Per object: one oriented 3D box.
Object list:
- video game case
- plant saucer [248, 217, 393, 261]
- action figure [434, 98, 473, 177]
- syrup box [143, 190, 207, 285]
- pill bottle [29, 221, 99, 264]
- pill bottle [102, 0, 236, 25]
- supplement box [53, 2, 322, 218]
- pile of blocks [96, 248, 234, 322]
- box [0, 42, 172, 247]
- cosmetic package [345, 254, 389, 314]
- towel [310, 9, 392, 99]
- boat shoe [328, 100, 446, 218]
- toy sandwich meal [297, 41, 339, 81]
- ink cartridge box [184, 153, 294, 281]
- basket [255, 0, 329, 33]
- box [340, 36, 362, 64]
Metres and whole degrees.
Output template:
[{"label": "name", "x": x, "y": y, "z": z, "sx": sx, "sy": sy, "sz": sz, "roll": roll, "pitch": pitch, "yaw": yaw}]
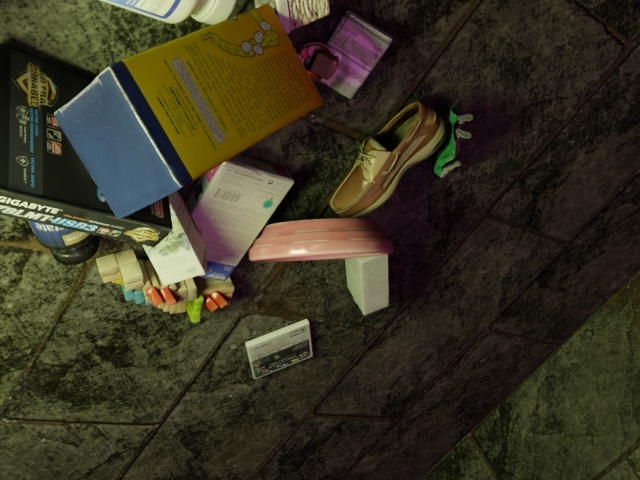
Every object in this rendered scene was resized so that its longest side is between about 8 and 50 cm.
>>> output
[{"label": "video game case", "x": -0.117, "y": 0.316, "z": 2.060, "sx": 0.190, "sy": 0.022, "sz": 0.173, "roll": -20, "pitch": 139, "yaw": -14}, {"label": "plant saucer", "x": 0.000, "y": 0.000, "z": 1.638, "sx": 0.332, "sy": 0.084, "sz": 0.332, "roll": -4, "pitch": 177, "yaw": 0}, {"label": "action figure", "x": 0.309, "y": -0.214, "z": 1.691, "sx": 0.064, "sy": 0.137, "sz": 0.232, "roll": 12, "pitch": 158, "yaw": 1}, {"label": "syrup box", "x": -0.318, "y": -0.030, "z": 1.458, "sx": 0.093, "sy": 0.096, "sz": 0.236, "roll": -16, "pitch": 125, "yaw": 5}, {"label": "pill bottle", "x": -0.495, "y": -0.057, "z": 1.354, "sx": 0.123, "sy": 0.122, "sz": 0.219, "roll": -19, "pitch": 141, "yaw": -14}, {"label": "pill bottle", "x": -0.266, "y": -0.425, "z": 1.091, "sx": 0.272, "sy": 0.152, "sz": 0.152, "roll": 7, "pitch": 127, "yaw": -38}, {"label": "supplement box", "x": -0.201, "y": -0.215, "z": 1.150, "sx": 0.194, "sy": 0.195, "sz": 0.356, "roll": -18, "pitch": -165, "yaw": 45}, {"label": "pile of blocks", "x": -0.352, "y": 0.130, "z": 1.648, "sx": 0.362, "sy": 0.112, "sz": 0.149, "roll": 16, "pitch": 122, "yaw": -41}, {"label": "box", "x": -0.400, "y": -0.151, "z": 1.181, "sx": 0.293, "sy": 0.295, "sz": 0.073, "roll": 15, "pitch": 140, "yaw": -40}, {"label": "cosmetic package", "x": 0.123, "y": 0.079, "z": 1.887, "sx": 0.086, "sy": 0.117, "sz": 0.231, "roll": -21, "pitch": 140, "yaw": -10}, {"label": "towel", "x": 0.059, "y": -0.367, "z": 1.422, "sx": 0.113, "sy": 0.023, "sz": 0.152, "roll": 27, "pitch": 117, "yaw": -20}, {"label": "boat shoe", "x": 0.137, "y": -0.191, "z": 1.624, "sx": 0.324, "sy": 0.122, "sz": 0.120, "roll": -45, "pitch": 134, "yaw": 5}, {"label": "toy sandwich meal", "x": -0.008, "y": -0.349, "z": 1.401, "sx": 0.086, "sy": 0.029, "sz": 0.085, "roll": 1, "pitch": 122, "yaw": 1}, {"label": "ink cartridge box", "x": -0.217, "y": -0.050, "z": 1.583, "sx": 0.186, "sy": 0.065, "sz": 0.311, "roll": 15, "pitch": 120, "yaw": -39}, {"label": "basket", "x": -0.055, "y": -0.460, "z": 1.218, "sx": 0.103, "sy": 0.113, "sz": 0.167, "roll": -23, "pitch": 140, "yaw": -15}, {"label": "box", "x": 0.085, "y": -0.383, "z": 1.455, "sx": 0.067, "sy": 0.018, "sz": 0.083, "roll": 16, "pitch": 122, "yaw": -42}]
